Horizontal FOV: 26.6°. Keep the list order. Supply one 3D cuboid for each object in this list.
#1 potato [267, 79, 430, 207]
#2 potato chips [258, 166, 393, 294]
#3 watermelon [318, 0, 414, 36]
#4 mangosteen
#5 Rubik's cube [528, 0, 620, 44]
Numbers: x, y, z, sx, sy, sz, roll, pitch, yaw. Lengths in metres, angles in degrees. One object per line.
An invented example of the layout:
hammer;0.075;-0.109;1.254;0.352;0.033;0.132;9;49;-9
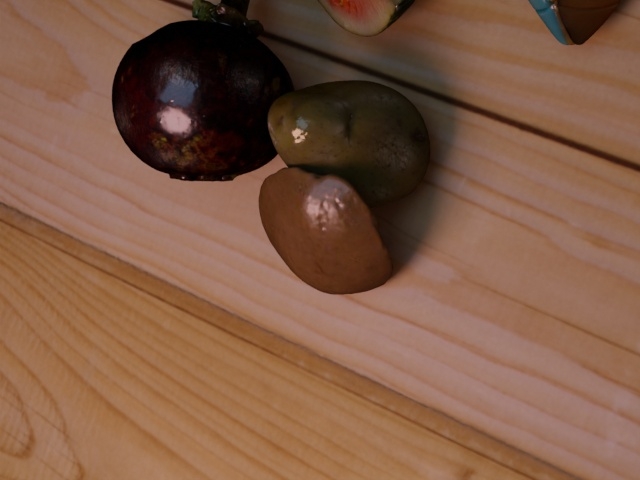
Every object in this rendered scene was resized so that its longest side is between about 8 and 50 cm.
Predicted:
potato;0.028;-0.118;1.617;0.157;0.194;0.157;-22;61;48
potato chips;-0.001;0.001;1.615;0.195;0.208;0.062;41;61;-6
watermelon;0.044;-0.371;1.676;0.128;0.159;0.303;-33;67;-12
mangosteen;-0.141;-0.213;1.694;0.231;0.231;0.289;0;78;27
Rubik's cube;0.241;-0.383;1.523;0.254;0.254;0.254;-3;83;27
